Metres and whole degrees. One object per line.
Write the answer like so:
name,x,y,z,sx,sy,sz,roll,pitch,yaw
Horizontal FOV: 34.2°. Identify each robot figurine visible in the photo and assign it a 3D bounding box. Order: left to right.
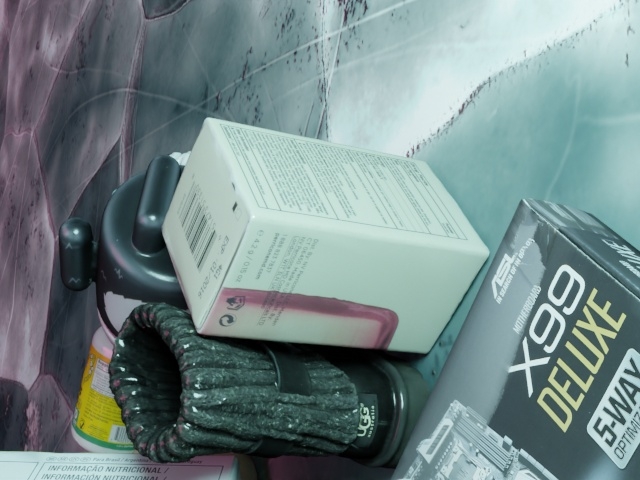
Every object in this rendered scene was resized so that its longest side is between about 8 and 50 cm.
robot figurine,-0.162,0.032,1.152,0.209,0.173,0.278,43,146,16

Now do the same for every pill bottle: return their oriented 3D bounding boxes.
pill bottle,-0.267,0.184,1.437,0.117,0.117,0.209,39,117,57

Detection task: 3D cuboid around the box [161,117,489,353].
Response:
box,0.000,0.000,0.906,0.127,0.232,0.149,-63,34,29

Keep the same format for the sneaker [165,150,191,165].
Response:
sneaker,-0.131,-0.055,1.291,0.292,0.110,0.118,-3,88,60

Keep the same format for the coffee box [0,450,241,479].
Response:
coffee box,-0.242,0.414,0.902,0.334,0.338,0.338,-75,-18,-61

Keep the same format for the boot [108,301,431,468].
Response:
boot,-0.088,0.129,0.994,0.348,0.260,0.131,0,83,60

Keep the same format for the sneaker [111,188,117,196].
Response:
sneaker,-0.234,-0.002,1.405,0.283,0.110,0.122,29,130,58

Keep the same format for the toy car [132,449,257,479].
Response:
toy car,-0.147,0.277,1.236,0.188,0.148,0.155,102,176,-80

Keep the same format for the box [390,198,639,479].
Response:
box,0.168,0.160,0.727,0.242,0.076,0.308,53,127,52
